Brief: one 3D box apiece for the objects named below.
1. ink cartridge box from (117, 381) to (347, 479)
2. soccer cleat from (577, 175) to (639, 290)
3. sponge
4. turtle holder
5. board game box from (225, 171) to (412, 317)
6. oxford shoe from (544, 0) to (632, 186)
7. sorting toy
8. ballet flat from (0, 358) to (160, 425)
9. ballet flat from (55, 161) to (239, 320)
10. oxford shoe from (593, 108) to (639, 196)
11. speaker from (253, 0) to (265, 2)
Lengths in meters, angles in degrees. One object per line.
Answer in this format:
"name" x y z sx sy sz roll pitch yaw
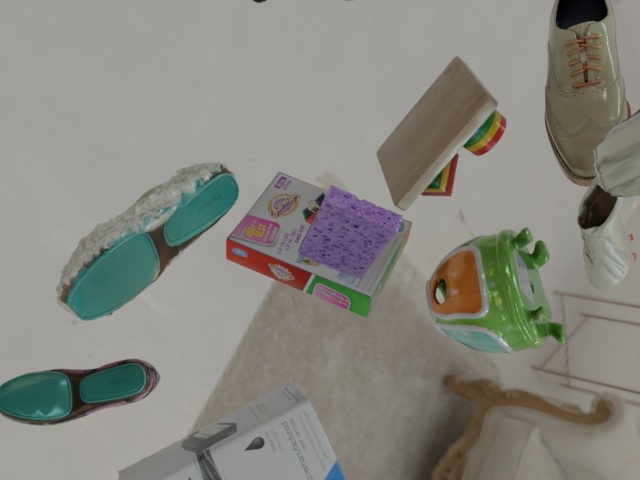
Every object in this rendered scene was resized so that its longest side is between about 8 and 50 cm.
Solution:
"ink cartridge box" -0.122 0.395 1.224 0.307 0.129 0.223 -26 100 -13
"soccer cleat" 0.319 -0.013 0.903 0.076 0.068 0.196 -22 137 -17
"sponge" 0.041 -0.007 1.238 0.117 0.210 0.031 22 64 -4
"turtle holder" 0.350 0.108 1.602 0.320 0.227 0.243 -11 85 -66
"board game box" 0.000 0.000 1.649 0.064 0.316 0.242 99 19 -46
"oxford shoe" 0.431 -0.280 1.328 0.146 0.140 0.397 47 39 -55
"sorting toy" 0.237 -0.193 1.532 0.089 0.255 0.257 32 112 -20
"ballet flat" -0.323 0.208 1.086 0.079 0.221 0.077 71 8 -70
"ballet flat" -0.311 -0.009 1.388 0.409 0.147 0.147 -41 123 -36
"oxford shoe" 0.263 -0.133 0.295 0.169 0.449 0.130 -10 73 -21
"speaker" -0.147 -0.484 1.486 0.055 0.136 0.055 -22 129 -30
